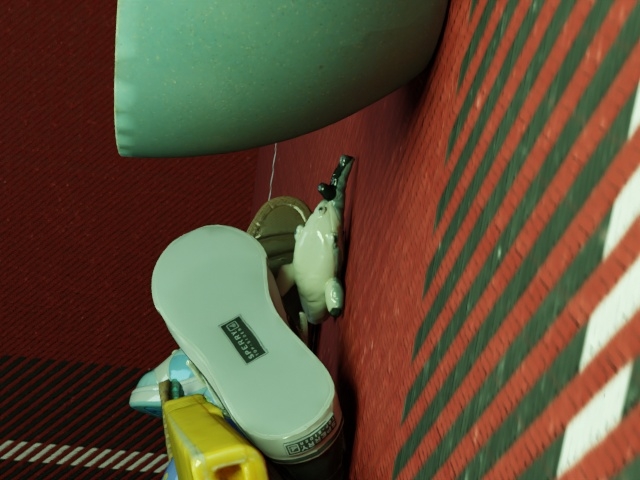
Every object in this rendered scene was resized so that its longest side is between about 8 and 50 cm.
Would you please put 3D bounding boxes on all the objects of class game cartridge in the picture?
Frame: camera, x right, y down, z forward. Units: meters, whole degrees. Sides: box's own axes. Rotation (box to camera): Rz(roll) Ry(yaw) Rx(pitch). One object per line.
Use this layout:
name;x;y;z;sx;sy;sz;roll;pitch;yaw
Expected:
game cartridge;-0.061;0.272;0.862;0.323;0.052;0.285;175;83;-80

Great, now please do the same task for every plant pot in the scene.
plant pot;-0.019;-0.188;0.742;0.290;0.195;0.290;-173;90;-84

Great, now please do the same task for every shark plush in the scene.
shark plush;0.000;0.000;1.059;0.067;0.073;0.161;-6;-82;-64

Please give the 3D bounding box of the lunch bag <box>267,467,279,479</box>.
lunch bag;-0.031;0.237;1.006;0.053;0.071;0.083;116;161;-62

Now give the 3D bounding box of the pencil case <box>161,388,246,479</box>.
pencil case;-0.104;0.275;1.101;0.119;0.133;0.306;37;-103;-80

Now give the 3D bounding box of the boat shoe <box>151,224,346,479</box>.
boat shoe;-0.057;0.099;0.985;0.306;0.113;0.105;45;159;48

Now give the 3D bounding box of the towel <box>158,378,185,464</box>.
towel;-0.141;0.385;1.419;0.271;0.040;0.370;-108;8;-46

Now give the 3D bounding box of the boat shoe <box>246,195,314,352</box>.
boat shoe;-0.048;0.083;1.236;0.095;0.095;0.257;97;178;-84

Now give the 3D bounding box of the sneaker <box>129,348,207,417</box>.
sneaker;-0.133;0.134;1.509;0.319;0.127;0.208;-17;56;46
